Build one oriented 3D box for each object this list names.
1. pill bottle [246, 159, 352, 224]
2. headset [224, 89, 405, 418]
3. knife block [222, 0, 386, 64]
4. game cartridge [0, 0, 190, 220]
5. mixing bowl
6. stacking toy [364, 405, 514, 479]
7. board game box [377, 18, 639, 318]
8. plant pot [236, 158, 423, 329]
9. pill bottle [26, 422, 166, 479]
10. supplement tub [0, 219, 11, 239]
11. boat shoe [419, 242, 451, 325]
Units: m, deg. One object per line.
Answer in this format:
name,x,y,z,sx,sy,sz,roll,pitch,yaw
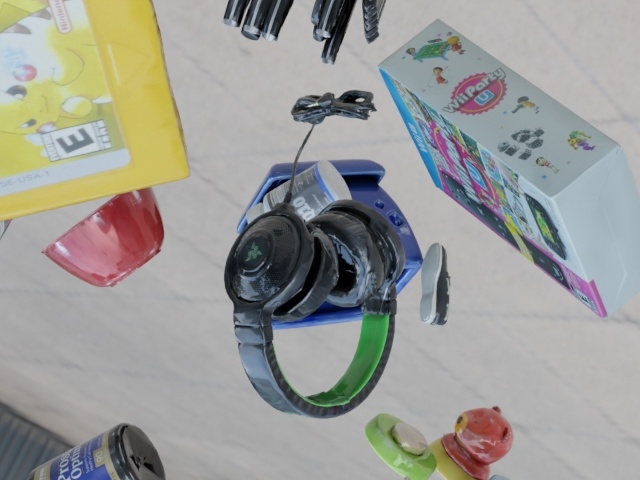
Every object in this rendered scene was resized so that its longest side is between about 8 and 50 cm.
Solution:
pill bottle,-0.031,-0.048,1.819,0.137,0.078,0.078,-31,134,16
headset,0.013,0.020,1.559,0.185,0.394,0.243,-1,-175,43
knife block,-0.005,-0.300,1.127,0.088,0.242,0.275,81,164,-76
game cartridge,-0.265,-0.103,0.861,0.324,0.052,0.285,-16,144,-6
mixing bowl,-0.282,0.001,1.773,0.098,0.181,0.181,54,155,-6
stacking toy,0.230,0.355,2.027,0.280,0.130,0.309,31,-162,-32
board game box,0.215,-0.080,1.400,0.303,0.097,0.224,45,171,43
plant pot,0.000,0.000,2.070,0.236,0.212,0.236,-6,156,-23
pill bottle,-0.339,0.356,1.824,0.219,0.122,0.123,-29,138,13
supplement tub,-0.395,0.017,1.100,0.191,0.272,0.191,16,147,11
boat shoe,0.178,0.066,1.943,0.038,0.125,0.046,13,162,-28
